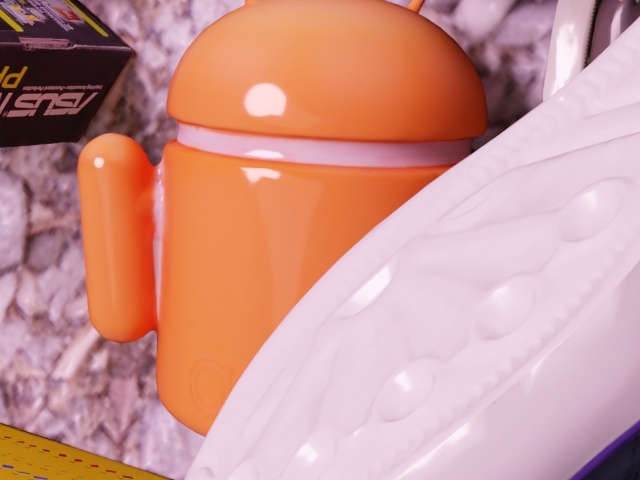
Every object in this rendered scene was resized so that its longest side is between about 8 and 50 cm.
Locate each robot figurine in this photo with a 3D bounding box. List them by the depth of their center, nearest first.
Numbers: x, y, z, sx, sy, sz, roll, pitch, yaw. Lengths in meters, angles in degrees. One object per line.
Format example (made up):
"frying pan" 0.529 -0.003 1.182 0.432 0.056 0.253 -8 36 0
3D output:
"robot figurine" 0.002 0.000 0.512 0.158 0.128 0.219 8 101 26

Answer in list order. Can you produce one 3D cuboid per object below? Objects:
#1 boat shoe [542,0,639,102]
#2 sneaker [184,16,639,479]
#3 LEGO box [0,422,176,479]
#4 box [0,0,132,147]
"boat shoe" 0.116 0.007 0.482 0.069 0.081 0.227 9 98 28
"sneaker" 0.142 0.057 0.399 0.323 0.130 0.236 -43 114 3
"LEGO box" -0.140 0.298 0.576 0.500 0.193 0.372 14 101 23
"box" -0.241 -0.141 0.555 0.270 0.216 0.060 42 110 14
